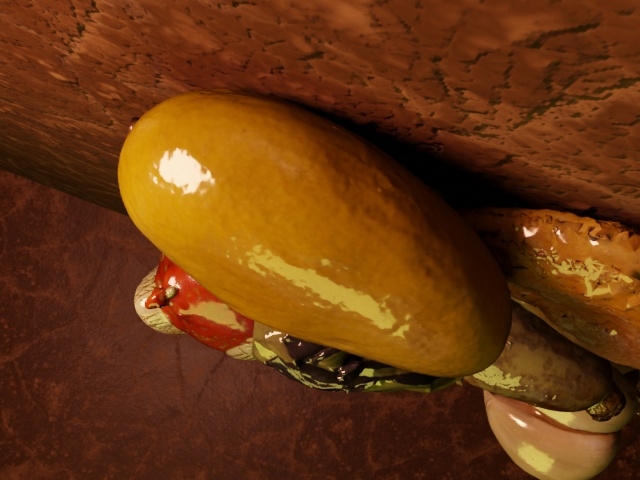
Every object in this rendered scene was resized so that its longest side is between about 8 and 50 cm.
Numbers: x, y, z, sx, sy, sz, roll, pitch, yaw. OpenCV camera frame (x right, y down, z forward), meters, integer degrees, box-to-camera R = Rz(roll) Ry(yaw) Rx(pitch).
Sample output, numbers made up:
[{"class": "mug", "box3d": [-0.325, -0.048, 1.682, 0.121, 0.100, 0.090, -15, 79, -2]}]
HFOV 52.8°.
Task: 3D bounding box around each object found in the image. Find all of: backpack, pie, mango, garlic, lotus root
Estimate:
[{"class": "backpack", "box3d": [0.059, 0.057, 0.667, 0.253, 0.207, 0.140, 16, 163, -26]}, {"class": "pie", "box3d": [0.212, 0.037, 0.564, 0.273, 0.069, 0.273, 28, 169, 6]}, {"class": "mango", "box3d": [-0.001, -0.005, 0.487, 0.331, 0.142, 0.195, 24, 154, 6]}, {"class": "garlic", "box3d": [0.471, 0.314, 1.260, 0.313, 0.249, 0.286, 21, 129, -18]}, {"class": "lotus root", "box3d": [0.324, 0.178, 0.990, 0.309, 0.173, 0.173, 21, 173, -2]}]

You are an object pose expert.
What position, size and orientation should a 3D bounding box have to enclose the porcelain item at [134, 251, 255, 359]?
[{"class": "porcelain item", "box3d": [-0.128, 0.046, 0.822, 0.252, 0.253, 0.253, 20, 173, 3]}]
